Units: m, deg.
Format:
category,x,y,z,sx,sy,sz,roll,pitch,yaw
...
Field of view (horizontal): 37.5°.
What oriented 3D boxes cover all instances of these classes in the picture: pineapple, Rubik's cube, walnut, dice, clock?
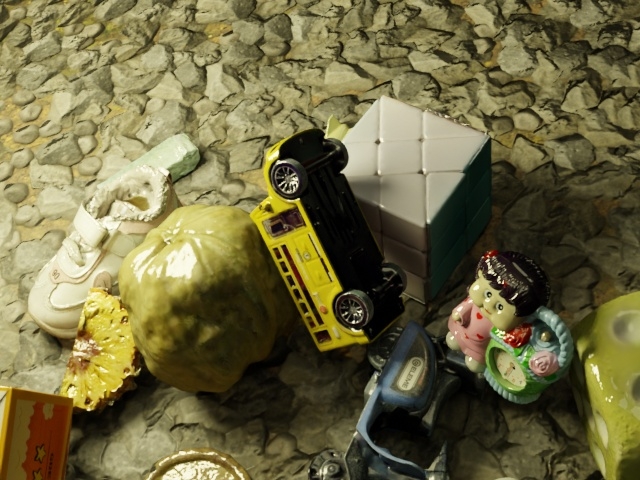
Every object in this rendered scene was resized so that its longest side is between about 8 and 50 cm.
category,x,y,z,sx,sy,sz,roll,pitch,yaw
pineapple,-0.349,0.198,1.569,0.135,0.079,0.233,16,82,-6
Rubik's cube,0.147,-0.073,1.614,0.221,0.224,0.231,25,62,26
walnut,-0.178,0.088,1.526,0.253,0.276,0.282,-18,22,26
dice,0.495,0.214,1.340,0.238,0.226,0.233,-14,51,2
clock,0.282,0.123,1.364,0.100,0.195,0.194,-29,63,-29

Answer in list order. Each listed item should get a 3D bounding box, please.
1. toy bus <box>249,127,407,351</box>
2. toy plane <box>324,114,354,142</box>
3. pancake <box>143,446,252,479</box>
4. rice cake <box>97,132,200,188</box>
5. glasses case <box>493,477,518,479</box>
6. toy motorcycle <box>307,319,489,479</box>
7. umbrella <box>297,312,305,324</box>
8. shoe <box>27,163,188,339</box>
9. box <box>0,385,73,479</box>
category,x,y,z,sx,sy,sz,roll,pitch,yaw
toy bus,0.000,0.000,1.468,0.151,0.331,0.145,-21,7,38
toy plane,-0.009,-0.129,1.756,0.229,0.092,0.244,11,64,56
pancake,-0.199,0.405,1.455,0.199,0.021,0.199,-5,52,7
rice cake,-0.330,-0.132,1.847,0.206,0.063,0.069,-38,62,-16
glasses case,0.281,0.429,1.330,0.074,0.049,0.193,-16,52,-1
toy motorcycle,0.135,0.274,1.424,0.213,0.125,0.358,20,57,18
umbrella,0.033,0.130,1.603,0.144,0.040,0.037,-4,46,4
shoe,-0.383,0.006,1.672,0.351,0.198,0.172,-41,55,-20
box,-0.555,0.346,1.416,0.284,0.214,0.259,3,75,12
